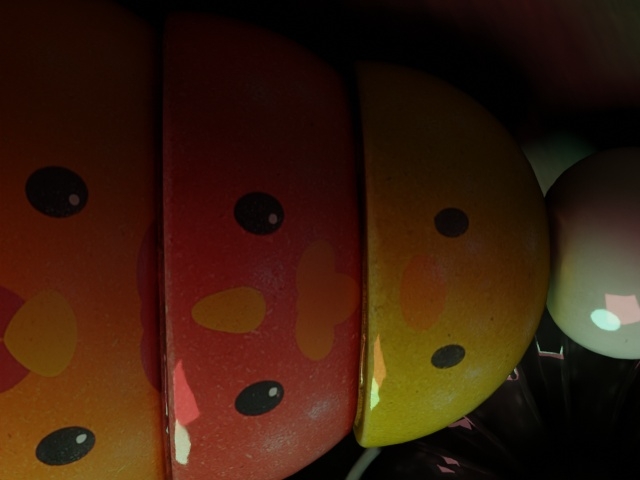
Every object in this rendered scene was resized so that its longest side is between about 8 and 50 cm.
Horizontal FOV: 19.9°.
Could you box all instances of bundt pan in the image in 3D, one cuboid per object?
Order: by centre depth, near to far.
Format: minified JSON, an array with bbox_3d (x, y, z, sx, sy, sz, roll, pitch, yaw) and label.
[{"bbox_3d":[0.173,0.185,1.195,0.331,0.330,0.124,16,-175,-1],"label":"bundt pan"}]

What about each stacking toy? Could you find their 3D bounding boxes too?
[{"bbox_3d":[0.000,0.000,0.983,0.480,0.350,0.350,-3,155,-2],"label":"stacking toy"}]

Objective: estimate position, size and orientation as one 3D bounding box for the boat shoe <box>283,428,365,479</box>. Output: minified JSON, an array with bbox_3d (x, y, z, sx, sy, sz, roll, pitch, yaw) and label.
[{"bbox_3d":[0.172,0.188,1.363,0.500,0.156,0.187,5,151,-4],"label":"boat shoe"}]
